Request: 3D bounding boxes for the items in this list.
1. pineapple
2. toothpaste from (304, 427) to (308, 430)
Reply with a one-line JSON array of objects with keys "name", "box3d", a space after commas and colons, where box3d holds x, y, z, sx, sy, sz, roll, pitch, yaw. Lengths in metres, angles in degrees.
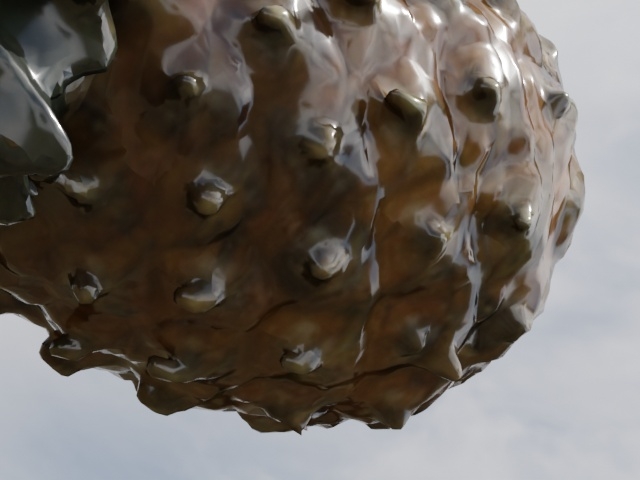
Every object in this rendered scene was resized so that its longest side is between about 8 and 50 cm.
[{"name": "pineapple", "box3d": [-0.083, -0.050, 0.374, 0.310, 0.141, 0.170, 20, 23, -40]}, {"name": "toothpaste", "box3d": [0.000, 0.000, 0.922, 0.070, 0.193, 0.044, 22, -18, 6]}]
